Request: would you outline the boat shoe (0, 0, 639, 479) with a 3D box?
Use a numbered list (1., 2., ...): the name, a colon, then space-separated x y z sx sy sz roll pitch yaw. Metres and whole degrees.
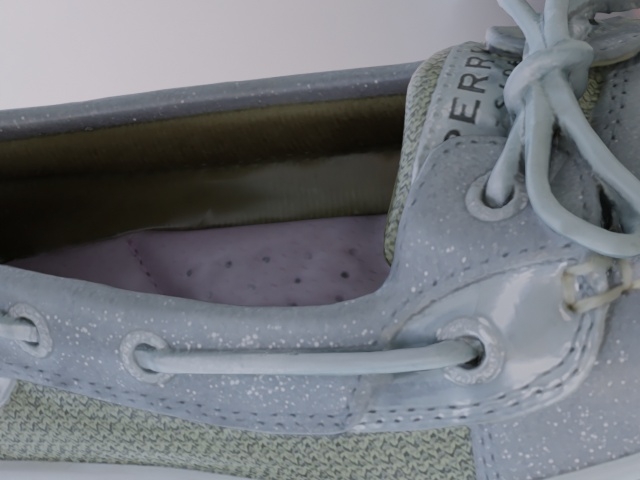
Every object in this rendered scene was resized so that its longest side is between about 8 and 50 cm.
1. boat shoe: 0.000 -0.001 0.420 0.103 0.320 0.118 63 -145 -29
